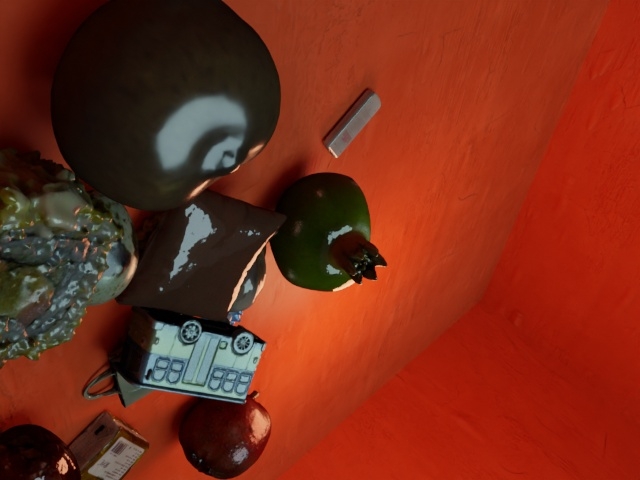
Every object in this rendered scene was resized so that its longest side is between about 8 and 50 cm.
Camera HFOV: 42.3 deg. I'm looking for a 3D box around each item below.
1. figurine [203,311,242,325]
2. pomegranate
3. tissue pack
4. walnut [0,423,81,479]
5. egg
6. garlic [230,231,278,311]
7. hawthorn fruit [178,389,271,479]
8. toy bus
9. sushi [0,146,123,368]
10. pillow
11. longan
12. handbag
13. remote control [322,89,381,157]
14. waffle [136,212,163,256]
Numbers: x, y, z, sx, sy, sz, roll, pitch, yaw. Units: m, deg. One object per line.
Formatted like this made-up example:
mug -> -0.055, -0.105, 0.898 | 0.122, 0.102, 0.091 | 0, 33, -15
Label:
figurine -> -0.262, 0.203, 2.209 | 0.114, 0.079, 0.114 | -15, 141, -12
pomegranate -> 0.000, 0.000, 2.063 | 0.216, 0.358, 0.309 | -5, 117, -28
tissue pack -> -0.569, 0.567, 2.197 | 0.183, 0.092, 0.226 | -45, 157, -11
walnut -> -0.667, 0.524, 1.852 | 0.221, 0.244, 0.269 | -82, 179, -48
egg -> -0.422, 0.013, 1.535 | 0.169, 0.169, 0.231 | -18, 128, -51
garlic -> -0.232, 0.068, 2.028 | 0.237, 0.210, 0.292 | -85, -161, -69
hawthorn fruit -> -0.278, 0.576, 2.542 | 0.307, 0.265, 0.265 | -43, 157, -36
toy bus -> -0.305, 0.265, 1.944 | 0.312, 0.152, 0.190 | 18, 94, -36
sushi -> -0.522, 0.013, 1.272 | 0.351, 0.240, 0.396 | -57, 157, 16
pillow -> -0.253, 0.030, 1.794 | 0.305, 0.108, 0.307 | 16, 110, -46
longan -> -0.242, -0.219, 1.304 | 0.361, 0.361, 0.361 | -39, 155, -23
handbag -> -0.433, 0.317, 2.055 | 0.315, 0.109, 0.241 | -33, 150, -27
remote control -> 0.083, -0.302, 2.126 | 0.190, 0.029, 0.087 | -50, 157, 0
waffle -> -0.354, 0.011, 1.811 | 0.191, 0.038, 0.191 | -39, 154, -24
